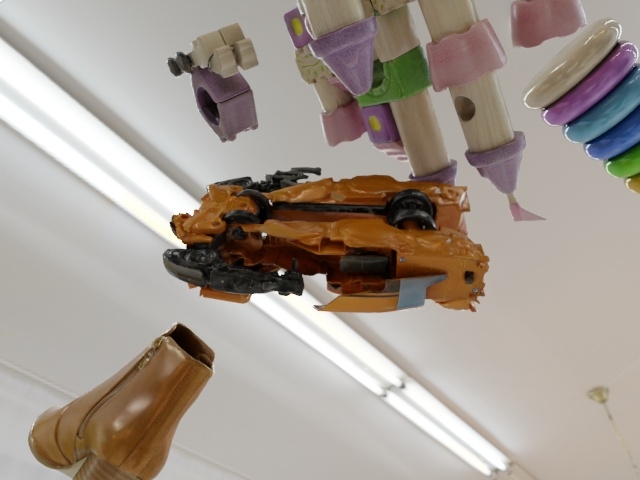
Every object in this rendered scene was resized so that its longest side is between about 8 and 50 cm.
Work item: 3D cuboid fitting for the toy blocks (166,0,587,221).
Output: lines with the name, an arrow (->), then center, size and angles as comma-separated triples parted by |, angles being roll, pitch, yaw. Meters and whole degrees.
toy blocks -> 0.068, -0.136, 0.551 | 0.309, 0.289, 0.260 | -31, -69, -24

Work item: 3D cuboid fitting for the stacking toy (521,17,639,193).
stacking toy -> 0.422, -0.120, 0.681 | 0.330, 0.141, 0.141 | 44, -59, -1

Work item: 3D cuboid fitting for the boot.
boot -> -0.224, 0.187, 0.620 | 0.104, 0.211, 0.295 | 43, -18, -25

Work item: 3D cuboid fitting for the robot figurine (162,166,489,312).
robot figurine -> 0.000, 0.000, 0.511 | 0.291, 0.211, 0.085 | 1, -59, 7

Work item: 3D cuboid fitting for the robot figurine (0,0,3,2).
robot figurine -> -0.318, -0.283, 0.411 | 0.353, 0.300, 0.199 | -41, -38, -11
